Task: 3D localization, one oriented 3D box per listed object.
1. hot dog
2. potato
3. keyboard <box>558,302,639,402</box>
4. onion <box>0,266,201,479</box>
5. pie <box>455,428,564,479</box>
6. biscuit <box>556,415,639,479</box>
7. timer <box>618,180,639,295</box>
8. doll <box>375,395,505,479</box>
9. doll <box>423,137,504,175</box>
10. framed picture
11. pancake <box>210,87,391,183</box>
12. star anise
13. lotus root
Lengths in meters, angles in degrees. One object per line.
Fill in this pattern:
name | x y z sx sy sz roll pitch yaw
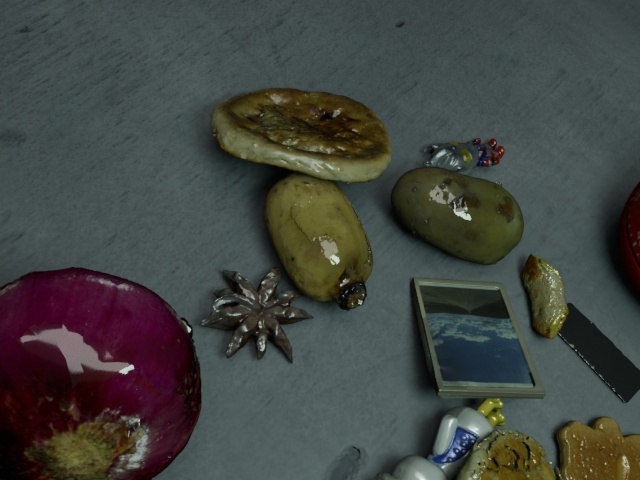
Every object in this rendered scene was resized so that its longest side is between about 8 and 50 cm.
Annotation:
hot dog | 0.428 0.106 1.249 0.061 0.078 0.169 8 66 -24
potato | 0.257 -0.047 1.248 0.262 0.165 0.165 16 61 -8
keyboard | 0.518 0.208 1.246 0.074 0.015 0.196 -37 75 -21
onion | -0.346 0.173 0.958 0.347 0.348 0.385 -6 30 -14
pie | 0.292 0.424 1.007 0.274 0.055 0.274 12 71 -37
biscuit | 0.510 0.389 1.139 0.225 0.036 0.166 12 62 -8
timer | 0.758 0.005 1.246 0.377 0.279 0.378 3 64 -7
doll | 0.191 0.356 1.049 0.293 0.138 0.119 -34 29 -26
doll | 0.292 -0.172 1.370 0.194 0.062 0.104 -14 68 -25
framed picture | 0.267 0.167 1.171 0.188 0.023 0.260 4 42 -9
pancake | -0.035 -0.213 1.266 0.356 0.065 0.356 7 32 -4
star anise | -0.101 0.121 1.142 0.182 0.065 0.195 20 53 -6
lotus root | 0.000 0.000 1.179 0.160 0.146 0.284 -27 62 -5
